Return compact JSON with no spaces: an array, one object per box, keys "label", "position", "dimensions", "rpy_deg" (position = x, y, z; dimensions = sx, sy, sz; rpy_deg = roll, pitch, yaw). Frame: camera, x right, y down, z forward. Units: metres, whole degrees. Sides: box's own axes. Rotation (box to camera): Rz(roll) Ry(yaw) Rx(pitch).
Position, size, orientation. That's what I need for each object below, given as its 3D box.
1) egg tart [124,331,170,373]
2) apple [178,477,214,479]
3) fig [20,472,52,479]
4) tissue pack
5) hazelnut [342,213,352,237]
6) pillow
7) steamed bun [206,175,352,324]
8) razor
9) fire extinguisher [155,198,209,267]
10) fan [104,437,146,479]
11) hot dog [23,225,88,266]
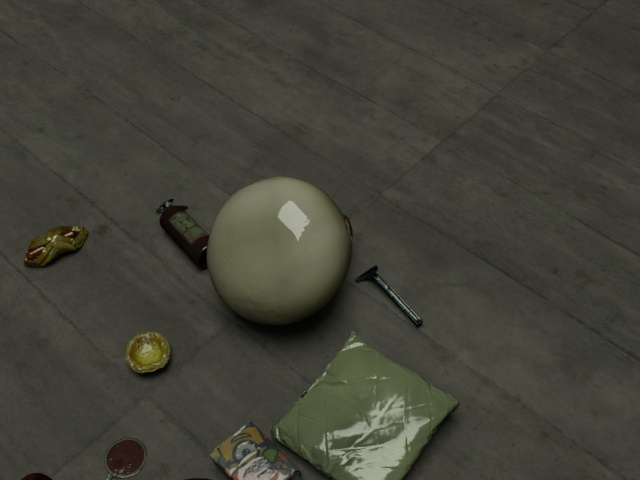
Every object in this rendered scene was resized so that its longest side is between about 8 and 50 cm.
[{"label":"egg tart","position":[-0.370,0.245,1.705],"dimensions":[0.105,0.039,0.105],"rpy_deg":[-2,51,2]},{"label":"apple","position":[-0.242,0.524,1.366],"dimensions":[0.229,0.230,0.230],"rpy_deg":[-2,51,2]},{"label":"fig","position":[-0.563,0.496,1.498],"dimensions":[0.125,0.089,0.089],"rpy_deg":[-26,51,9]},{"label":"tissue pack","position":[-0.124,0.435,1.522],"dimensions":[0.108,0.060,0.148],"rpy_deg":[-38,60,-23]},{"label":"hazelnut","position":[0.000,0.000,1.834],"dimensions":[0.150,0.150,0.150],"rpy_deg":[-2,51,2]},{"label":"pillow","position":[0.088,0.353,1.570],"dimensions":[0.274,0.076,0.281],"rpy_deg":[29,64,27]},{"label":"steamed bun","position":[-0.097,0.021,1.687],"dimensions":[0.324,0.206,0.324],"rpy_deg":[-2,84,23]},{"label":"razor","position":[0.160,0.124,1.775],"dimensions":[0.066,0.033,0.190],"rpy_deg":[-32,57,-20]},{"label":"fire extinguisher","position":[-0.321,-0.029,1.913],"dimensions":[0.099,0.071,0.231],"rpy_deg":[-11,43,-42]},{"label":"fan","position":[-0.400,0.449,1.564],"dimensions":[0.085,0.005,0.133],"rpy_deg":[24,55,20]},{"label":"hot dog","position":[-0.639,0.005,1.902],"dimensions":[0.169,0.061,0.078],"rpy_deg":[-34,58,-21]}]
